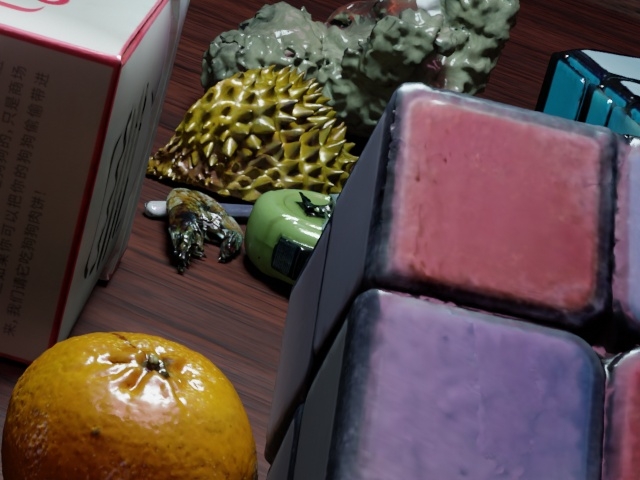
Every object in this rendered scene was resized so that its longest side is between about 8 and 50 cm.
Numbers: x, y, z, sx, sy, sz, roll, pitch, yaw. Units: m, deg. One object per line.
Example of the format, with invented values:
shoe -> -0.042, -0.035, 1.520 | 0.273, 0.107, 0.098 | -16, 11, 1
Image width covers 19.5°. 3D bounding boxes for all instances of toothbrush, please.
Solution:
toothbrush -> -0.061, -0.030, 2.037 | 0.288, 0.026, 0.024 | 2, 38, -31

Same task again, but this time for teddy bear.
teddy bear -> 0.023, -0.234, 2.334 | 0.368, 0.224, 0.357 | 7, -12, -26

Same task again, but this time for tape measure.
tape measure -> 0.000, 0.000, 1.918 | 0.154, 0.087, 0.177 | 9, 19, -17

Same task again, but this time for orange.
orange -> -0.136, 0.147, 1.330 | 0.193, 0.161, 0.193 | 17, 16, -5

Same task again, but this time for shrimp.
shrimp -> -0.119, -0.010, 1.916 | 0.091, 0.034, 0.161 | 22, 25, -9

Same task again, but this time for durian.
durian -> -0.044, -0.103, 2.133 | 0.186, 0.154, 0.260 | 45, 34, 6

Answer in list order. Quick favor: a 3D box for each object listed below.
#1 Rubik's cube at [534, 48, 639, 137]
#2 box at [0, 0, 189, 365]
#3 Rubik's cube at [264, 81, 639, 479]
Rubik's cube -> 0.383, -0.023, 1.994 | 0.294, 0.283, 0.288 | 9, 23, -23
box -> -0.312, -0.110, 1.646 | 0.312, 0.314, 0.300 | 16, 23, 0
Rubik's cube -> 0.136, 0.127, 1.217 | 0.318, 0.316, 0.313 | 14, 59, -9
